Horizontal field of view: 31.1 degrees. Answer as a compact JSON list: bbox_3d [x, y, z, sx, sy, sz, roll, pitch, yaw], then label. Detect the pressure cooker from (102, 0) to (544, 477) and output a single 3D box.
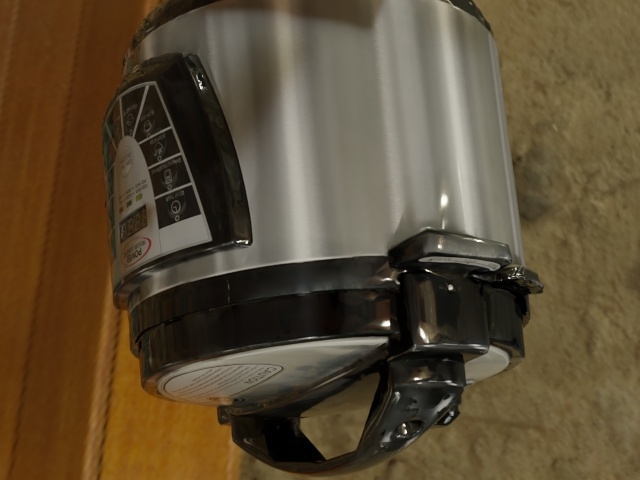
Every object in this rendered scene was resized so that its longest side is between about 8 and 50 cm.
[{"bbox_3d":[0.006,0.000,1.046,0.376,0.370,0.420,-8,74,12],"label":"pressure cooker"}]
